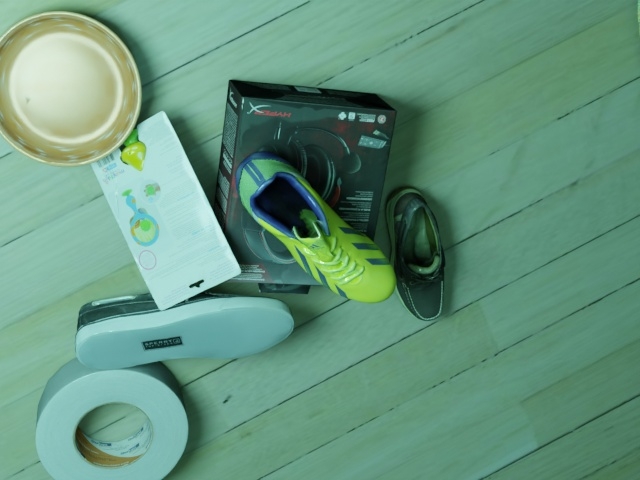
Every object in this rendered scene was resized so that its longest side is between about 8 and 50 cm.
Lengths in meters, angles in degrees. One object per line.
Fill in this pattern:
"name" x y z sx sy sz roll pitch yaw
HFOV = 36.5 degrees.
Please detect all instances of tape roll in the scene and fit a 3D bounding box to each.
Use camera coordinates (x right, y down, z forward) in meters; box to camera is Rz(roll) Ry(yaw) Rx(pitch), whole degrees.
"tape roll" -0.309 0.272 1.442 0.219 0.072 0.219 -5 112 -12

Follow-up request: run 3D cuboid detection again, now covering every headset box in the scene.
"headset box" -0.032 -0.062 1.355 0.218 0.110 0.293 4 111 -16

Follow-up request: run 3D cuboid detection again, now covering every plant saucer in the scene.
"plant saucer" -0.331 -0.196 1.253 0.200 0.037 0.200 -2 107 -6

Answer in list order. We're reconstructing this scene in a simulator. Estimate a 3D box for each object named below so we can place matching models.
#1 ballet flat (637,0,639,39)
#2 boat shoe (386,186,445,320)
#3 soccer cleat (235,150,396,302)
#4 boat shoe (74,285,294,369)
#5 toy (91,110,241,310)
"ballet flat" 0.553 -0.239 1.432 0.123 0.123 0.348 -20 115 -6
"boat shoe" 0.148 0.032 1.460 0.080 0.073 0.223 -15 114 -8
"soccer cleat" -0.001 0.001 1.259 0.093 0.121 0.289 -44 116 5
"boat shoe" -0.194 0.110 1.387 0.306 0.105 0.113 -11 134 -1
"toy" -0.206 -0.042 1.315 0.137 0.056 0.237 -25 94 21
